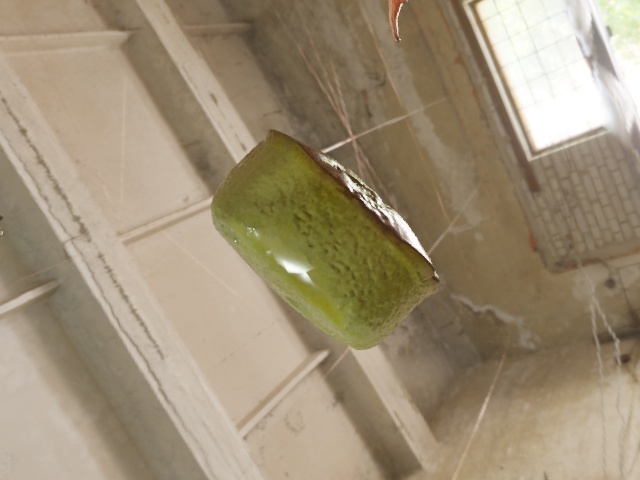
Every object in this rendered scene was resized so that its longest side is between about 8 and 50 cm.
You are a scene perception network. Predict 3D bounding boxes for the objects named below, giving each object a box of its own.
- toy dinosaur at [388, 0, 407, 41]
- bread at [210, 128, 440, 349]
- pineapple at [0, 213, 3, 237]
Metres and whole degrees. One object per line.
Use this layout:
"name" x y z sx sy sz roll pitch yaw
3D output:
"toy dinosaur" 0.140 -0.466 1.034 0.101 0.056 0.279 27 -104 -71
"bread" 0.000 0.000 0.680 0.148 0.270 0.270 -47 -60 -9
"pineapple" -0.356 -0.074 0.444 0.271 0.263 0.262 51 -142 -26
